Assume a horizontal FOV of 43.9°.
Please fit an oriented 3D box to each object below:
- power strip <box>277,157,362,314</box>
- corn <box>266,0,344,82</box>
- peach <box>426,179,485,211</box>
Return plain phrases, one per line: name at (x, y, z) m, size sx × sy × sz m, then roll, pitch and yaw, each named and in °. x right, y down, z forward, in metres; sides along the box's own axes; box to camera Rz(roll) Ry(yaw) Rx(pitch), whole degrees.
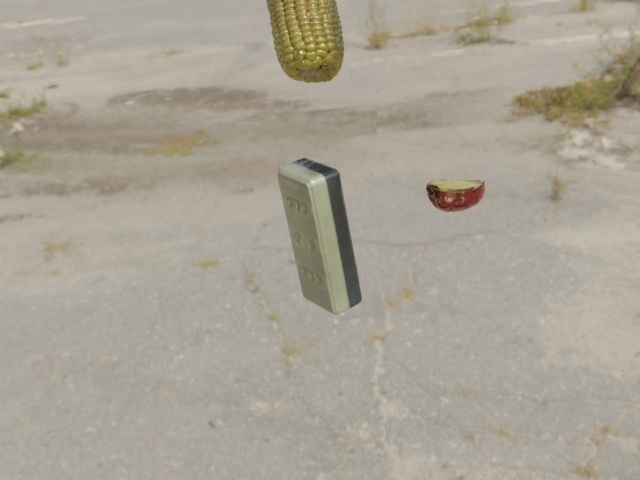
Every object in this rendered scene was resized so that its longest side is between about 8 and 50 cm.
power strip at (0.000, 0.000, 1.296) m, size 0.070 × 0.257 × 0.105 m, roll -25°, pitch 28°, yaw -25°
corn at (-0.036, -0.458, 1.445) m, size 0.131 × 0.345 × 0.131 m, roll -7°, pitch -11°, yaw -1°
peach at (0.207, -0.069, 1.213) m, size 0.083 × 0.050 × 0.077 m, roll -13°, pitch 17°, yaw -21°
